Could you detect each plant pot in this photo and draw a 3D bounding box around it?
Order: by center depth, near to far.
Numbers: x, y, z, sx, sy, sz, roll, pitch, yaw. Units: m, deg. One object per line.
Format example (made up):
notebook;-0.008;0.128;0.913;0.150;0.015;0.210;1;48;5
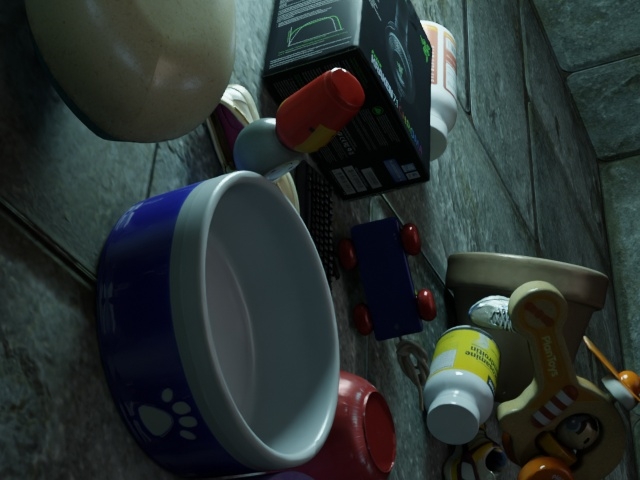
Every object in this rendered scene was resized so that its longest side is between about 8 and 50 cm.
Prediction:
plant pot;0.324;0.152;1.751;0.263;0.263;0.229;20;78;-64

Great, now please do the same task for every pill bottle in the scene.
pill bottle;0.207;0.214;1.578;0.184;0.103;0.103;-64;136;-57
pill bottle;0.152;-0.229;1.667;0.121;0.121;0.216;53;33;-44

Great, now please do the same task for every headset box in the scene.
headset box;0.048;-0.242;1.413;0.246;0.131;0.283;56;30;-42

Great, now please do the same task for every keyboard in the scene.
keyboard;0.000;0.000;1.311;0.108;0.023;0.180;47;38;-51

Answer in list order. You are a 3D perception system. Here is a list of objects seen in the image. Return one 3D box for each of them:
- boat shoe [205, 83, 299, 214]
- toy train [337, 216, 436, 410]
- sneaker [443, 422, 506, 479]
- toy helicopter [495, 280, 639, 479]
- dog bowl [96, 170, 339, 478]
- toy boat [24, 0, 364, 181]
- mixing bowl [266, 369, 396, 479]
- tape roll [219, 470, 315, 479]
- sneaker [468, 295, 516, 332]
boat shoe;-0.078;-0.079;1.126;0.170;0.063;0.059;64;27;-6
toy train;0.104;0.093;1.424;0.143;0.105;0.248;-21;98;-81
sneaker;0.247;0.327;1.636;0.070;0.083;0.185;70;24;-18
toy helicopter;0.365;0.212;1.572;0.140;0.235;0.355;-96;168;-65
dog bowl;-0.083;0.077;0.964;0.265;0.104;0.265;45;38;-51
toy boat;-0.118;-0.154;0.937;0.318;0.148;0.267;30;44;-30
mixing bowl;0.020;0.211;1.144;0.181;0.098;0.181;43;41;-54
tape roll;-0.048;0.342;0.922;0.275;0.090;0.275;-13;90;-68
sneaker;0.290;0.114;1.608;0.058;0.135;0.052;-61;151;-79
